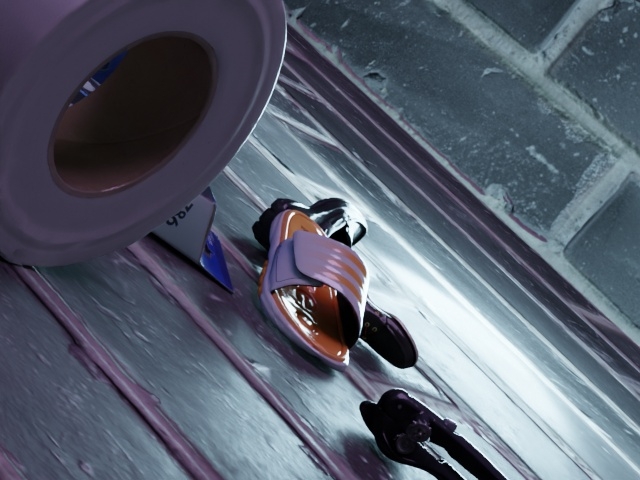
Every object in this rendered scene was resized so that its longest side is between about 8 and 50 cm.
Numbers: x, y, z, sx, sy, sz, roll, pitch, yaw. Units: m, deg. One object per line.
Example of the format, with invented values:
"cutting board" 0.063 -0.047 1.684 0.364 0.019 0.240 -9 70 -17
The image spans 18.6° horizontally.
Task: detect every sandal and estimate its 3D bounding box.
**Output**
"sandal" -0.002 0.023 1.879 0.102 0.076 0.265 35 22 -21

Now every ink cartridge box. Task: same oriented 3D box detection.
"ink cartridge box" -0.198 -0.090 1.803 0.332 0.065 0.165 37 10 -20

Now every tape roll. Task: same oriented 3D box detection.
"tape roll" -0.161 -0.119 1.417 0.100 0.286 0.286 45 11 29

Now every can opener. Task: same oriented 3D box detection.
"can opener" 0.116 0.193 1.699 0.186 0.059 0.073 37 10 -11

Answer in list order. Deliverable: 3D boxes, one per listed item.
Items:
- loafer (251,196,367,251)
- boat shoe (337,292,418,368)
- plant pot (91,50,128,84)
"loafer" 0.000 0.000 2.107 0.078 0.076 0.223 48 16 16
"boat shoe" 0.045 0.083 1.986 0.133 0.049 0.042 48 39 9
"plant pot" -0.210 -0.292 2.136 0.212 0.236 0.236 40 16 -35
